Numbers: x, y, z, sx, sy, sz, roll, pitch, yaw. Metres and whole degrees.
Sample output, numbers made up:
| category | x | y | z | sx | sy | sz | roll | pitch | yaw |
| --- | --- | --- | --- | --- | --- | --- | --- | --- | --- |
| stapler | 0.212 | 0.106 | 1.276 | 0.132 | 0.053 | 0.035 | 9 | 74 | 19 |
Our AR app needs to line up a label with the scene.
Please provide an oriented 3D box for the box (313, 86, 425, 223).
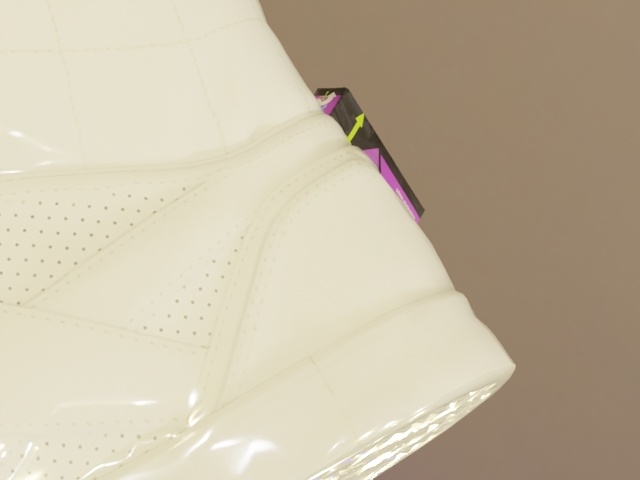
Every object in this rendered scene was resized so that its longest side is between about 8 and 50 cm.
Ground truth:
| category | x | y | z | sx | sy | sz | roll | pitch | yaw |
| --- | --- | --- | --- | --- | --- | --- | --- | --- | --- |
| box | 0.000 | 0.000 | 1.199 | 0.029 | 0.162 | 0.116 | 1 | -42 | 40 |

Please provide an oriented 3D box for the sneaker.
| category | x | y | z | sx | sy | sz | roll | pitch | yaw |
| --- | --- | --- | --- | --- | --- | --- | --- | --- | --- |
| sneaker | -0.120 | 0.030 | 0.439 | 0.169 | 0.292 | 0.108 | 59 | -21 | 11 |
